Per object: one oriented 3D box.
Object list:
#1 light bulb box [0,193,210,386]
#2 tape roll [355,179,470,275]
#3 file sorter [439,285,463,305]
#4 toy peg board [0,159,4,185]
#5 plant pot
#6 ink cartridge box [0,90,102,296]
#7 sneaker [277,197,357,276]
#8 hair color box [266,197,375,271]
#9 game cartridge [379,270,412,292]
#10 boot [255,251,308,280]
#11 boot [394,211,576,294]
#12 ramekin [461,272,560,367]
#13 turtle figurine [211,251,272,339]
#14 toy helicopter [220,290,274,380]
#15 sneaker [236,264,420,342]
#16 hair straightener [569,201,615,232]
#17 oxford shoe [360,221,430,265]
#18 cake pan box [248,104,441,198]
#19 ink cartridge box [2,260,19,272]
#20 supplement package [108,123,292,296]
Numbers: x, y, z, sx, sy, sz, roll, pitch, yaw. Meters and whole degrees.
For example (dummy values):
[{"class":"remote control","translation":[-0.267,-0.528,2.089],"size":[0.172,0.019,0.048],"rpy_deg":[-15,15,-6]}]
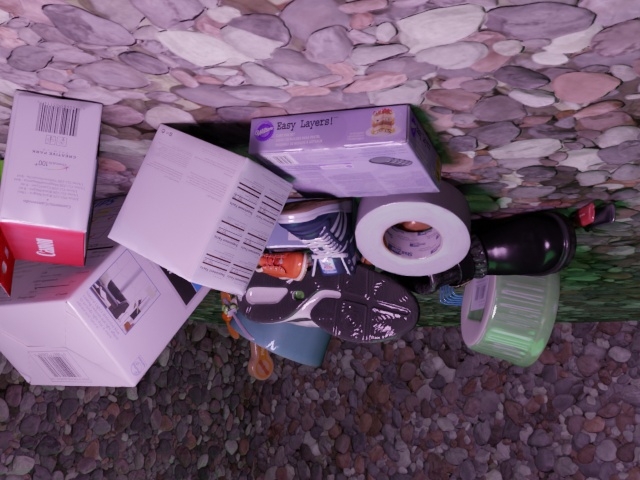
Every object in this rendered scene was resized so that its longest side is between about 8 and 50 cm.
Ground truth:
[{"class":"light bulb box","translation":[-0.451,0.094,1.541],"size":[0.357,0.361,0.225],"rpy_deg":[-7,124,37]},{"class":"tape roll","translation":[0.177,-0.025,1.423],"size":[0.219,0.072,0.219],"rpy_deg":[5,140,4]},{"class":"file sorter","translation":[0.413,0.123,2.133],"size":[0.118,0.105,0.170],"rpy_deg":[3,167,-2]},{"class":"toy peg board","translation":[-0.626,-0.113,1.476],"size":[0.161,0.079,0.160],"rpy_deg":[-1,-178,21]},{"class":"plant pot","translation":[-0.082,0.189,2.129],"size":[0.293,0.235,0.293],"rpy_deg":[24,-179,0]},{"class":"ink cartridge box","translation":[-0.439,-0.052,1.214],"size":[0.130,0.272,0.309],"rpy_deg":[7,167,-16]},{"class":"sneaker","translation":[0.000,0.000,1.375],"size":[0.099,0.153,0.282],"rpy_deg":[-1,-175,20]},{"class":"hair color box","translation":[0.014,0.006,1.706],"size":[0.185,0.114,0.374],"rpy_deg":[0,167,12]},{"class":"game cartridge","translation":[0.218,0.094,1.908],"size":[0.297,0.062,0.198],"rpy_deg":[-23,-171,-36]},{"class":"boot","translation":[-0.082,0.050,1.552],"size":[0.084,0.059,0.158],"rpy_deg":[15,164,-25]},{"class":"boot","translation":[0.333,0.032,1.565],"size":[0.260,0.131,0.348],"rpy_deg":[-7,173,-28]},{"class":"ramekin","translation":[0.455,0.148,1.827],"size":[0.148,0.304,0.303],"rpy_deg":[12,166,-4]},{"class":"turtle figurine","translation":[-0.260,0.089,1.967],"size":[0.266,0.275,0.198],"rpy_deg":[2,133,26]},{"class":"toy helicopter","translation":[-0.207,0.256,2.301],"size":[0.234,0.355,0.140],"rpy_deg":[-3,178,-40]},{"class":"sneaker","translation":[0.052,0.136,1.743],"size":[0.447,0.169,0.257],"rpy_deg":[5,178,29]},{"class":"hair straightener","translation":[0.564,-0.033,1.541],"size":[0.089,0.047,0.230],"rpy_deg":[3,167,1]},{"class":"oxford shoe","translation":[0.159,0.003,1.555],"size":[0.076,0.076,0.212],"rpy_deg":[-41,178,-46]},{"class":"cake pan box","translation":[0.044,-0.133,1.201],"size":[0.266,0.070,0.245],"rpy_deg":[-2,164,22]},{"class":"ink cartridge box","translation":[-0.765,-0.019,1.642],"size":[0.224,0.181,0.056],"rpy_deg":[9,167,-30]},{"class":"supplement package","translation":[-0.191,-0.047,1.198],"size":[0.194,0.203,0.149],"rpy_deg":[24,178,31]}]
